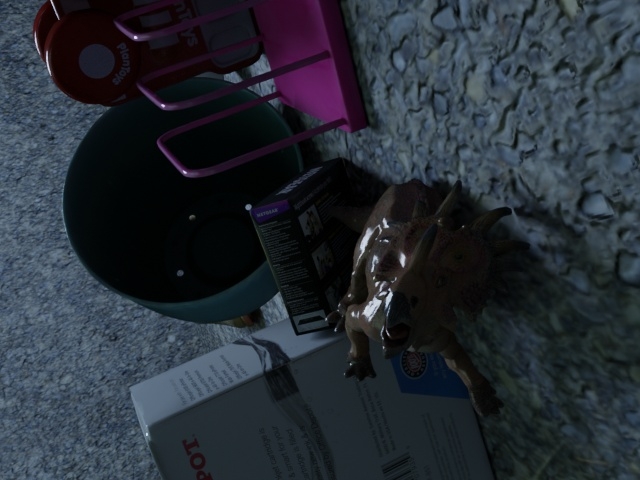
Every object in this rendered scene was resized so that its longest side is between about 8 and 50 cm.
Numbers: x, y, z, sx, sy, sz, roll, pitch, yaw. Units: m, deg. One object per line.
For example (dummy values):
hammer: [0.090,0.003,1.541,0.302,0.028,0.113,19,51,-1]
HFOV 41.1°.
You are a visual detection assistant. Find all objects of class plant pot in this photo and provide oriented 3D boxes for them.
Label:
plant pot: [-0.148,-0.026,1.109,0.293,0.293,0.235,61,177,20]

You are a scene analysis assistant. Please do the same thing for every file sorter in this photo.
file sorter: [-0.107,-0.233,0.831,0.202,0.182,0.290,38,148,61]

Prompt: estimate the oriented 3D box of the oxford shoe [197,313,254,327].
oxford shoe: [-0.236,0.152,1.897,0.123,0.130,0.348,69,165,-6]

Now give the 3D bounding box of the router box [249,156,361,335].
router box: [0.000,0.000,0.877,0.133,0.046,0.179,71,-157,-12]

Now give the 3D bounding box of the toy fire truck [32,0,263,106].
toy fire truck: [-0.216,-0.308,0.959,0.169,0.254,0.302,44,154,58]

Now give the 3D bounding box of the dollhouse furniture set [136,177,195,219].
dollhouse furniture set: [-0.230,-0.135,1.319,0.161,0.242,0.212,-24,89,53]

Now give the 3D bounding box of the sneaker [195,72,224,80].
sneaker: [-0.204,-0.348,1.193,0.297,0.111,0.129,57,146,22]

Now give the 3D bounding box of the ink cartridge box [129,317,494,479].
ink cartridge box: [-0.007,0.200,0.868,0.129,0.307,0.223,25,135,67]

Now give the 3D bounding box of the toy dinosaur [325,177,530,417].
toy dinosaur: [0.077,0.013,0.701,0.295,0.127,0.200,-106,15,-53]
